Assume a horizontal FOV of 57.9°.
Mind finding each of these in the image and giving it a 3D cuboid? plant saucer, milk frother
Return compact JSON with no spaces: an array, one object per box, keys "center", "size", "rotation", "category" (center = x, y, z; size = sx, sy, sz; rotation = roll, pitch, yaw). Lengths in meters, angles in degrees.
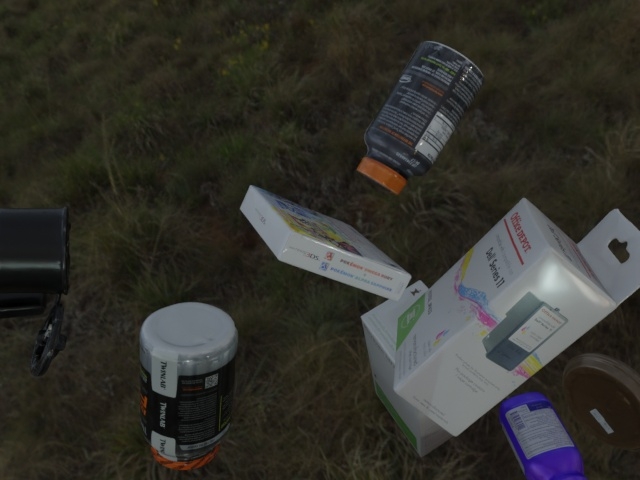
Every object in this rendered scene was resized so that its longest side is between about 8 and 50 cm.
[{"center":[0.739,0.421,1.486],"size":[0.041,0.278,0.277],"rotation":[-25,37,-28],"category":"plant saucer"},{"center":[-0.290,0.042,0.499],"size":[0.134,0.129,0.143],"rotation":[0,25,-21],"category":"milk frother"}]

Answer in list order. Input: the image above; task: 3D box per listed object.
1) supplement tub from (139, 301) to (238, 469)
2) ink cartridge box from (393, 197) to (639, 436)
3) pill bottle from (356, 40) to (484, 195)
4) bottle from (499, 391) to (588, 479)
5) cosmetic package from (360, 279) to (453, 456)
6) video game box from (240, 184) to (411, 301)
[{"center":[-0.294,0.326,1.282],"size":[0.206,0.338,0.207],"rotation":[6,25,-3],"category":"supplement tub"},{"center":[0.261,0.077,0.801],"size":[0.353,0.119,0.207],"rotation":[-48,8,22],"category":"ink cartridge box"},{"center":[0.161,-0.201,0.991],"size":[0.130,0.130,0.246],"rotation":[37,97,47],"category":"pill bottle"},{"center":[0.463,0.442,1.169],"size":[0.118,0.092,0.283],"rotation":[-17,35,1],"category":"bottle"},{"center":[0.212,0.278,1.213],"size":[0.155,0.366,0.197],"rotation":[-29,51,-11],"category":"cosmetic package"},{"center":[0.000,0.000,0.800],"size":[0.048,0.187,0.205],"rotation":[-62,28,9],"category":"video game box"}]
